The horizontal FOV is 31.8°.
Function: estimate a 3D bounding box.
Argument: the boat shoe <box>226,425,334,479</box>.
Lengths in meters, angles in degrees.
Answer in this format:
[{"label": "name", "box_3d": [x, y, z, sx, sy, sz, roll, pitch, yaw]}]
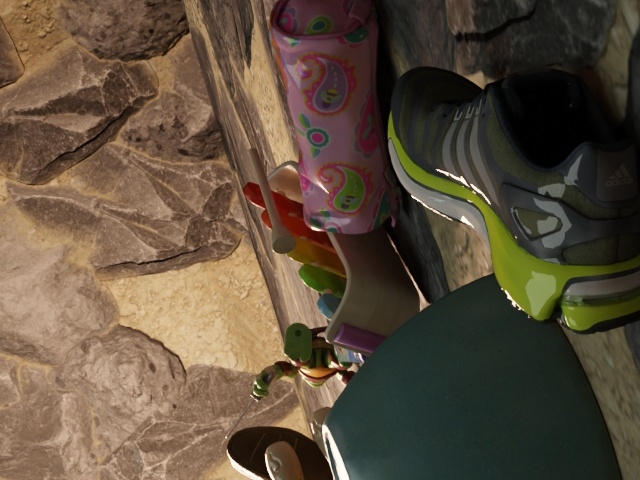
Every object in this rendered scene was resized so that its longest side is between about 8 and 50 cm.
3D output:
[{"label": "boat shoe", "box_3d": [-0.015, 0.411, 1.968, 0.104, 0.307, 0.111, 85, -159, -48]}]

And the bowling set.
[{"label": "bowling set", "box_3d": [0.072, 0.339, 1.809, 0.287, 0.199, 0.154, -44, 60, 32]}]

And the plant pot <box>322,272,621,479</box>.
[{"label": "plant pot", "box_3d": [0.114, 0.194, 0.995, 0.290, 0.195, 0.290, 163, 90, -82]}]

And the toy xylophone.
[{"label": "toy xylophone", "box_3d": [0.000, 0.000, 1.405, 0.081, 0.236, 0.323, -51, 31, 22]}]

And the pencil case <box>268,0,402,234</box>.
[{"label": "pencil case", "box_3d": [0.021, -0.136, 1.234, 0.124, 0.124, 0.284, -117, 12, -50]}]

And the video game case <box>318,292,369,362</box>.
[{"label": "video game case", "box_3d": [0.030, 0.054, 1.729, 0.244, 0.061, 0.270, 137, 115, -82]}]

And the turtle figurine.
[{"label": "turtle figurine", "box_3d": [-0.010, 0.263, 1.977, 0.197, 0.275, 0.266, 35, 156, 12]}]

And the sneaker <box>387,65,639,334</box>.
[{"label": "sneaker", "box_3d": [0.131, -0.066, 0.747, 0.300, 0.111, 0.121, -129, 32, -54]}]
